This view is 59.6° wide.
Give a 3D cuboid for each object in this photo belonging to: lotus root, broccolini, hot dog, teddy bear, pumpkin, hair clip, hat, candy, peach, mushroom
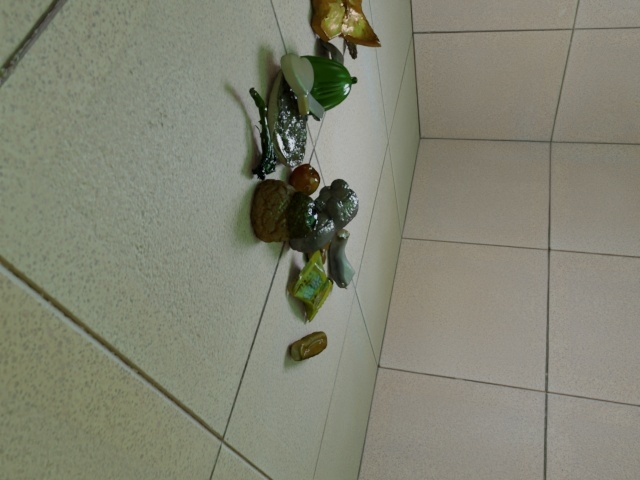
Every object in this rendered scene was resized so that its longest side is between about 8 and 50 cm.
[{"bbox_3d":[0.030,-0.479,1.696,0.186,0.186,0.186,5,90,-73],"label":"lotus root"},{"bbox_3d":[-0.154,-0.256,1.394,0.271,0.062,0.123,82,5,-53],"label":"broccolini"},{"bbox_3d":[-0.040,0.367,1.956,0.286,0.061,0.087,19,73,-72],"label":"hot dog"},{"bbox_3d":[0.002,-0.072,1.753,0.267,0.236,0.151,-38,94,-27],"label":"teddy bear"},{"bbox_3d":[0.076,-0.764,1.825,0.258,0.095,0.290,-24,118,-33],"label":"pumpkin"},{"bbox_3d":[-0.052,-0.413,1.538,0.218,0.071,0.159,56,33,-48],"label":"hair clip"},{"bbox_3d":[0.051,-0.633,1.930,0.175,0.085,0.147,-57,148,-57],"label":"hat"},{"bbox_3d":[-0.020,0.159,1.911,0.187,0.081,0.297,-59,154,-18],"label":"candy"},{"bbox_3d":[-0.051,-0.182,1.717,0.101,0.101,0.100,5,90,-73],"label":"peach"},{"bbox_3d":[0.082,0.074,2.230,0.099,0.096,0.277,-60,146,-57],"label":"mushroom"}]

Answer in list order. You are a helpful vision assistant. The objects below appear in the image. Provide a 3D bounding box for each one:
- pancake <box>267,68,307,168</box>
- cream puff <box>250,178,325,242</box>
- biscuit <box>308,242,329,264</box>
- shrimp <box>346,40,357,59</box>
[{"bbox_3d":[-0.089,-0.349,1.600,0.282,0.049,0.282,1,90,-71],"label":"pancake"},{"bbox_3d":[-0.079,-0.078,1.512,0.183,0.169,0.183,4,90,-72],"label":"cream puff"},{"bbox_3d":[-0.003,0.000,2.021,0.184,0.035,0.248,79,22,-45],"label":"biscuit"},{"bbox_3d":[0.115,-0.817,2.150,0.133,0.053,0.235,-27,117,-73],"label":"shrimp"}]
